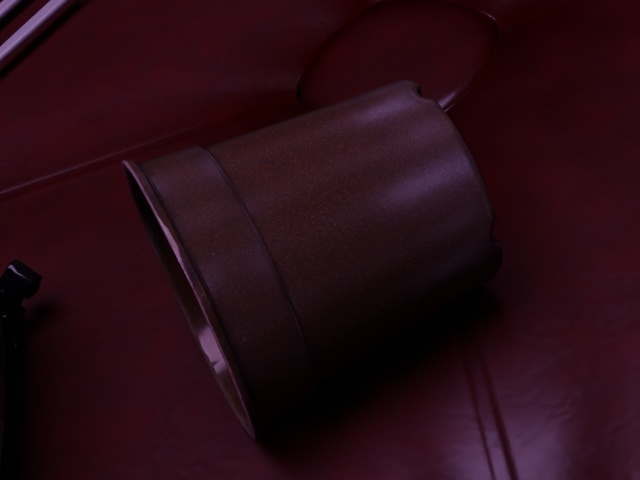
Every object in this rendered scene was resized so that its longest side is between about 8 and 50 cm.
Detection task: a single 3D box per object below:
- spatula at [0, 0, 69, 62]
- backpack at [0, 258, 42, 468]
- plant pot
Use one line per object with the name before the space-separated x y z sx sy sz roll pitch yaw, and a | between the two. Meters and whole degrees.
spatula | -0.316 -0.157 1.071 0.168 0.019 0.242 20 59 43
backpack | -0.296 0.099 0.679 0.276 0.213 0.263 -13 57 -5
plant pot | 0.000 0.000 0.684 0.165 0.167 0.167 -24 43 -10
